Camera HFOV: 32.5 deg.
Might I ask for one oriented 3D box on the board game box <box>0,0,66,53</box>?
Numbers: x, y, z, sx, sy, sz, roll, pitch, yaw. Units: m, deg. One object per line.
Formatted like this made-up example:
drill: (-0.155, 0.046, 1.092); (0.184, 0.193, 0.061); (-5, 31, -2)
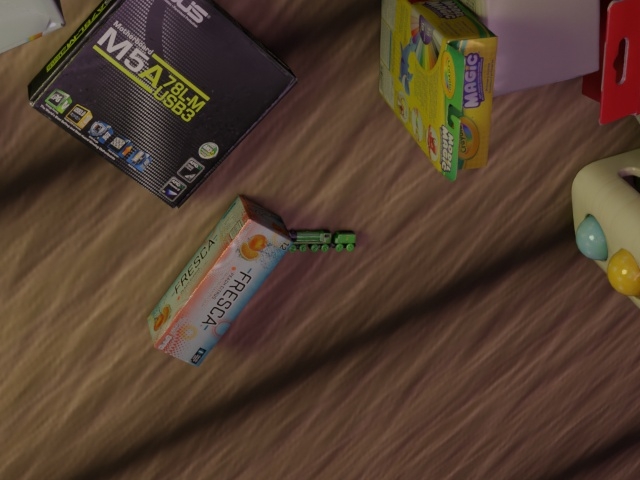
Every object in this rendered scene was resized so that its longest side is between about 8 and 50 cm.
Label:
board game box: (-0.295, -0.240, 0.822); (0.142, 0.275, 0.144); (-24, 124, -2)

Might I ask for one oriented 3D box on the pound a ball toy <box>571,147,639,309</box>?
pound a ball toy: (0.389, 0.065, 1.189); (0.135, 0.319, 0.208); (-18, 123, -6)

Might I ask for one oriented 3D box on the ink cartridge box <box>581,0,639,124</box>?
ink cartridge box: (0.343, -0.216, 1.113); (0.231, 0.078, 0.134); (-22, 125, -27)

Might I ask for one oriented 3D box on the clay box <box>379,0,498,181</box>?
clay box: (0.110, -0.156, 1.030); (0.053, 0.222, 0.127); (-8, 122, -13)

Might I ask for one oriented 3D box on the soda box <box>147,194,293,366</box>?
soda box: (-0.109, 0.044, 1.177); (0.063, 0.058, 0.183); (29, 108, -29)

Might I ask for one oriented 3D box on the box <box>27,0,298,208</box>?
box: (-0.150, -0.150, 1.059); (0.184, 0.045, 0.190); (-43, 123, 13)

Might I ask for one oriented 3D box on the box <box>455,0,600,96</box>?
box: (0.173, -0.306, 1.009); (0.121, 0.148, 0.311); (-14, 124, -9)

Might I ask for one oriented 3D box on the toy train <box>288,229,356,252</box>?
toy train: (0.000, 0.000, 1.211); (0.083, 0.017, 0.024); (-1, 110, -17)

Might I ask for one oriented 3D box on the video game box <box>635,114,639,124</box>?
video game box: (0.455, -0.108, 1.186); (0.205, 0.187, 0.048); (1, 133, -18)
